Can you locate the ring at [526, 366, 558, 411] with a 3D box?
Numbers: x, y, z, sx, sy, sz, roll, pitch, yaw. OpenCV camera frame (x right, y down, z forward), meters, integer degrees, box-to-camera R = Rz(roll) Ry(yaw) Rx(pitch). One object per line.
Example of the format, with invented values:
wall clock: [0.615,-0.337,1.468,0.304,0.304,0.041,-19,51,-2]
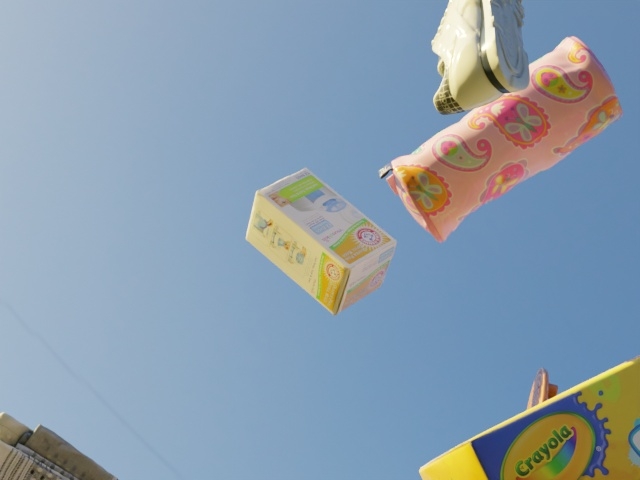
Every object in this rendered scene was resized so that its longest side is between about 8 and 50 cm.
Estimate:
ring: [0.291,0.345,1.615,0.032,0.336,0.336,11,-53,7]

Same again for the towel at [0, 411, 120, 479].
towel: [-0.394,0.438,1.607,0.312,0.324,0.056,37,-36,-21]

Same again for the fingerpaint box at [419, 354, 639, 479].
fingerpaint box: [0.395,0.313,1.265,0.371,0.445,0.163,64,-23,14]

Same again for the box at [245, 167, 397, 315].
box: [0.000,0.000,1.769,0.203,0.114,0.103,40,-43,25]

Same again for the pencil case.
pencil case: [0.214,-0.119,1.367,0.284,0.124,0.124,-35,-81,7]

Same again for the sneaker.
sneaker: [0.165,-0.236,1.257,0.095,0.235,0.090,-27,-53,33]
